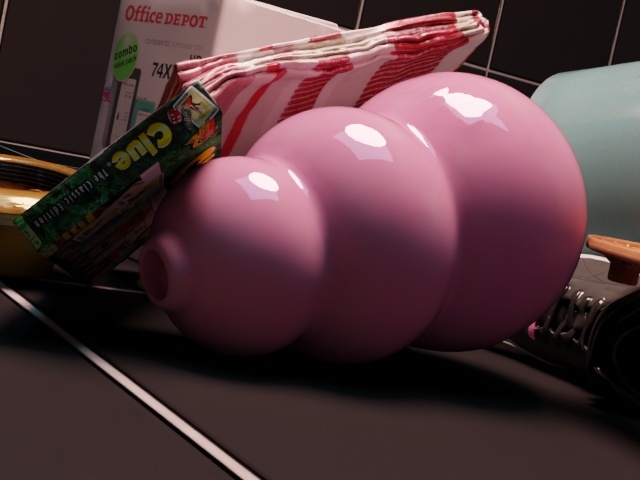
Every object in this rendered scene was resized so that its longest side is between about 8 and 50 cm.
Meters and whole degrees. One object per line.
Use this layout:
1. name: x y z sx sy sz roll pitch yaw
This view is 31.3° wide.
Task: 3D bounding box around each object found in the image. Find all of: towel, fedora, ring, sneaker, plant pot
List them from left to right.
1. fedora: -0.250 -0.017 0.891 0.194 0.079 0.194 11 11 -2
2. towel: -0.017 -0.096 1.015 0.329 0.037 0.237 -18 -23 -34
3. sneaker: 0.226 0.067 0.920 0.295 0.105 0.147 21 4 39
4. plant pot: 0.362 -0.042 1.083 0.235 0.293 0.293 -10 -11 40
5. ring: 0.351 0.047 0.797 0.336 0.032 0.336 13 4 -1

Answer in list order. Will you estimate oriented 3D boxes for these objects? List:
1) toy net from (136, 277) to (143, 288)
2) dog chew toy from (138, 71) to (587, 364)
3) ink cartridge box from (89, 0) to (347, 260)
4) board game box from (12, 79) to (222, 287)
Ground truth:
1. toy net: -0.033 0.043 0.970 0.232 0.045 0.122 14 3 8
2. dog chew toy: 0.029 -0.008 0.796 0.332 0.207 0.206 -11 18 -36
3. ink cartridge box: -0.103 -0.108 1.192 0.197 0.270 0.198 8 5 -41
4. board game box: -0.126 -0.028 0.778 0.030 0.136 0.260 48 -8 2
